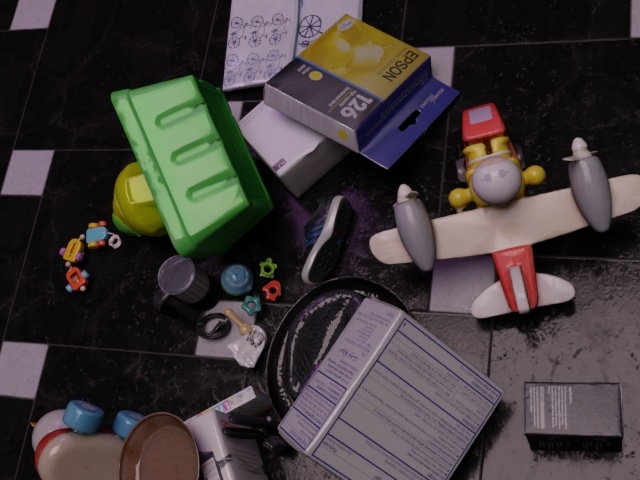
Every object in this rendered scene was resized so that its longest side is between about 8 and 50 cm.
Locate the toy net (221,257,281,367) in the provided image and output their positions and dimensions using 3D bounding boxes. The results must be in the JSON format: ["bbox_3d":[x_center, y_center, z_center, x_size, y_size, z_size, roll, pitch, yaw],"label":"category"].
[{"bbox_3d":[-0.140,0.152,1.757,0.122,0.045,0.232,-3,69,-8],"label":"toy net"}]

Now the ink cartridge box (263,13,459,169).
[{"bbox_3d":[0.092,-0.319,1.765,0.307,0.072,0.303,29,54,19],"label":"ink cartridge box"}]

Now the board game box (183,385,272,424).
[{"bbox_3d":[-0.178,0.339,1.656,0.154,0.103,0.026,-29,63,6],"label":"board game box"}]

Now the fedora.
[{"bbox_3d":[0.022,0.210,1.616,0.334,0.152,0.334,-7,67,16],"label":"fedora"}]

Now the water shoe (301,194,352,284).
[{"bbox_3d":[0.000,0.000,1.765,0.080,0.073,0.203,7,65,41],"label":"water shoe"}]

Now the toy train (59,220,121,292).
[{"bbox_3d":[-0.519,0.038,1.924,0.166,0.046,0.125,-45,64,0],"label":"toy train"}]

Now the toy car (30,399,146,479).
[{"bbox_3d":[-0.491,0.413,1.713,0.238,0.210,0.219,23,91,53],"label":"toy car"}]

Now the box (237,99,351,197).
[{"bbox_3d":[-0.052,-0.225,1.834,0.181,0.119,0.182,-41,63,-2],"label":"box"}]

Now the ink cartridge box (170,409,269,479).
[{"bbox_3d":[-0.169,0.451,1.568,0.100,0.172,0.237,-27,63,9],"label":"ink cartridge box"}]

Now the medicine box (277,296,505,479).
[{"bbox_3d":[0.122,0.293,1.474,0.289,0.263,0.149,-55,21,-8],"label":"medicine box"}]

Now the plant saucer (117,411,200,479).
[{"bbox_3d":[-0.280,0.408,1.518,0.199,0.036,0.198,-10,73,32],"label":"plant saucer"}]

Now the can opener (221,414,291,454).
[{"bbox_3d":[-0.118,0.352,1.589,0.073,0.186,0.059,18,79,37],"label":"can opener"}]

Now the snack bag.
[{"bbox_3d":[-0.058,-0.502,1.995,0.343,0.037,0.323,-2,68,17],"label":"snack bag"}]

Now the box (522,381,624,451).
[{"bbox_3d":[0.430,0.301,1.444,0.158,0.156,0.093,-2,67,17],"label":"box"}]

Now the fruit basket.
[{"bbox_3d":[-0.324,-0.121,1.781,0.392,0.283,0.392,0,90,15],"label":"fruit basket"}]

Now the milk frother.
[{"bbox_3d":[-0.255,0.121,1.751,0.143,0.135,0.129,23,80,25],"label":"milk frother"}]

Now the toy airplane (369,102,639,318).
[{"bbox_3d":[0.331,-0.047,1.552,0.384,0.272,0.386,34,82,26],"label":"toy airplane"}]
